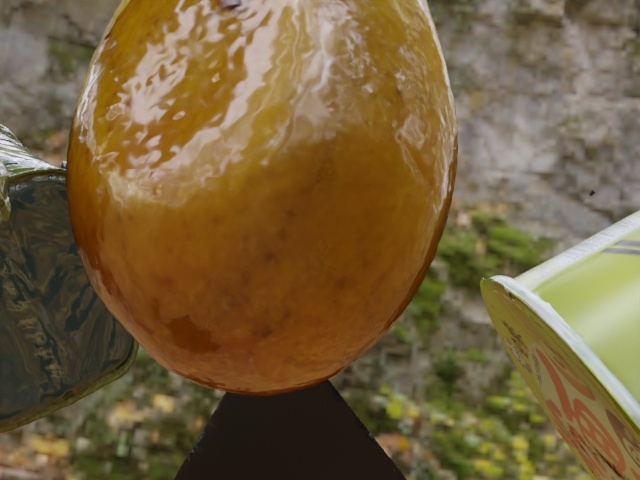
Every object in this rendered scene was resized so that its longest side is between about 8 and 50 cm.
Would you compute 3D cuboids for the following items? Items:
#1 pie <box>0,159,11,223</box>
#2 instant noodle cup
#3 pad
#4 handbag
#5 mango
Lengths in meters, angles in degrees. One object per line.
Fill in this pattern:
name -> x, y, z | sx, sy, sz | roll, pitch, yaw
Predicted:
pie -> -0.357, -0.043, 0.682 | 0.395, 0.181, 0.418 | 17, -1, 2
instant noodle cup -> 0.280, 0.087, 0.934 | 0.221, 0.311, 0.311 | -35, -25, -3
pad -> 0.058, 0.122, 0.776 | 0.323, 0.250, 0.055 | -47, -35, 13
handbag -> -0.319, 0.026, 1.456 | 0.222, 0.263, 0.241 | -24, 25, -21
mango -> -0.018, -0.036, 0.405 | 0.115, 0.165, 0.089 | -32, -42, 26
